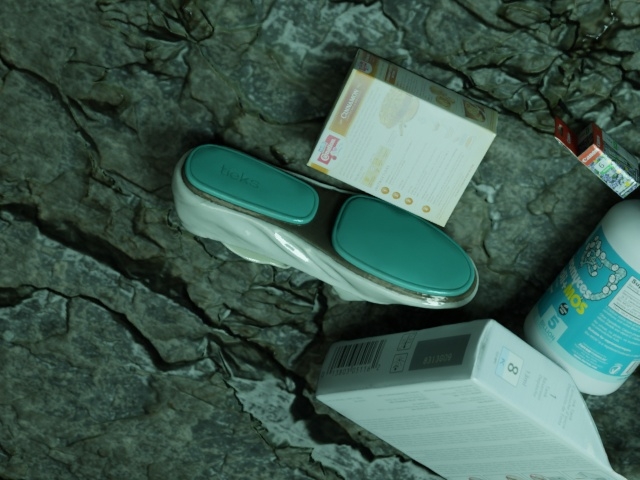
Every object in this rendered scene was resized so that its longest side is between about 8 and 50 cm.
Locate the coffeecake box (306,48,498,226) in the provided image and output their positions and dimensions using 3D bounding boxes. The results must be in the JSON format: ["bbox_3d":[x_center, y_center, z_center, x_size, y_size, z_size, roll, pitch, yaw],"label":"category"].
[{"bbox_3d":[0.098,-0.123,1.635,0.186,0.068,0.142,24,121,-5],"label":"coffeecake box"}]

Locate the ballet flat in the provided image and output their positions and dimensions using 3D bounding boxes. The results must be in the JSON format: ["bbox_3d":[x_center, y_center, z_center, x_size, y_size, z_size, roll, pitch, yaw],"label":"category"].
[{"bbox_3d":[0.000,0.000,1.704,0.400,0.139,0.139,22,121,1],"label":"ballet flat"}]

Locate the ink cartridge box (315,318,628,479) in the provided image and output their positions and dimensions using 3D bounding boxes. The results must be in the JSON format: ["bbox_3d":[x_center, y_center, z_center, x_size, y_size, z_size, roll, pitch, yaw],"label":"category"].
[{"bbox_3d":[0.231,0.238,1.751,0.385,0.091,0.308,33,152,-28],"label":"ink cartridge box"}]

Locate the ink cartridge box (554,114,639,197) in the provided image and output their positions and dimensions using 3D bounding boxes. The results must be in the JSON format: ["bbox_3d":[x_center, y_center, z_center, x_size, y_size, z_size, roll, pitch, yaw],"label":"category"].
[{"bbox_3d":[0.327,-0.107,1.609,0.115,0.063,0.029,39,119,-13],"label":"ink cartridge box"}]

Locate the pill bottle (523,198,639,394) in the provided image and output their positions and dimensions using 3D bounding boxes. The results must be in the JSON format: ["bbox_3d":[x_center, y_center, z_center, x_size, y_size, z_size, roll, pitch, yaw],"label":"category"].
[{"bbox_3d":[0.372,0.052,1.647,0.146,0.146,0.264,29,120,-8],"label":"pill bottle"}]
